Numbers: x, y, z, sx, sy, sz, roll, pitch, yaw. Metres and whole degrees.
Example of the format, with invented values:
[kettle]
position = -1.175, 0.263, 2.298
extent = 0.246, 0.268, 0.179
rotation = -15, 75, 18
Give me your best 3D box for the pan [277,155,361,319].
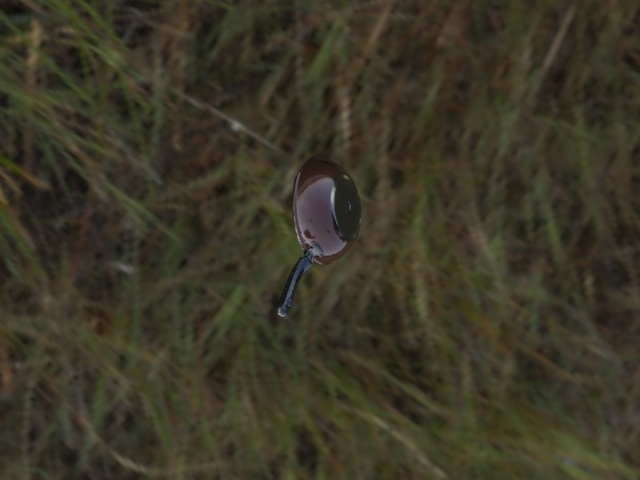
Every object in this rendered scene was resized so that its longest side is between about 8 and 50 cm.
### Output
[pan]
position = 0.000, 0.000, 1.100
extent = 0.068, 0.023, 0.115
rotation = 56, 42, -44
